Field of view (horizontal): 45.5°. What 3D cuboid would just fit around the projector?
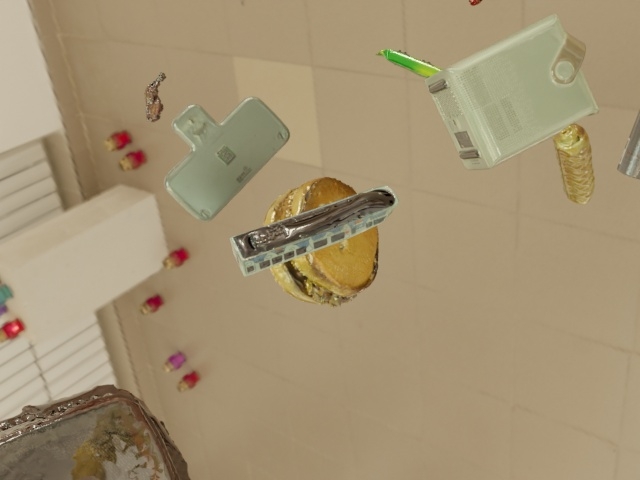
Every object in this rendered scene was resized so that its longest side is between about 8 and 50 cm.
[{"bbox_3d":[0.318,-0.241,1.241,0.177,0.243,0.163,62,173,-8],"label":"projector"}]

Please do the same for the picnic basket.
[{"bbox_3d":[-0.247,0.244,0.662,0.222,0.297,0.129,61,151,16],"label":"picnic basket"}]

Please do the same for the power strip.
[{"bbox_3d":[-0.210,-0.188,1.532,0.193,0.265,0.059,45,175,-15],"label":"power strip"}]

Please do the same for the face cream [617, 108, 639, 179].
[{"bbox_3d":[0.656,-0.255,1.468,0.073,0.073,0.283,26,116,29],"label":"face cream"}]

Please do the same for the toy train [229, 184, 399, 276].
[{"bbox_3d":[-0.003,-0.015,0.914,0.047,0.208,0.043,84,161,-49],"label":"toy train"}]

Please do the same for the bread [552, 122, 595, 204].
[{"bbox_3d":[0.601,-0.176,1.799,0.077,0.367,0.084,-16,66,16],"label":"bread"}]

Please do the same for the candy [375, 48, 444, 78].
[{"bbox_3d":[0.198,-0.325,1.452,0.178,0.102,0.032,33,106,37],"label":"candy"}]

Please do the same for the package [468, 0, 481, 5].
[{"bbox_3d":[0.310,-0.457,1.257,0.200,0.022,0.083,-10,119,51],"label":"package"}]

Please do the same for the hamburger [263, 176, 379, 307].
[{"bbox_3d":[0.002,0.009,1.119,0.118,0.182,0.191,-20,115,44],"label":"hamburger"}]

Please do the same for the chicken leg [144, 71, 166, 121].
[{"bbox_3d":[-0.271,-0.232,1.236,0.036,0.021,0.083,3,84,25],"label":"chicken leg"}]
